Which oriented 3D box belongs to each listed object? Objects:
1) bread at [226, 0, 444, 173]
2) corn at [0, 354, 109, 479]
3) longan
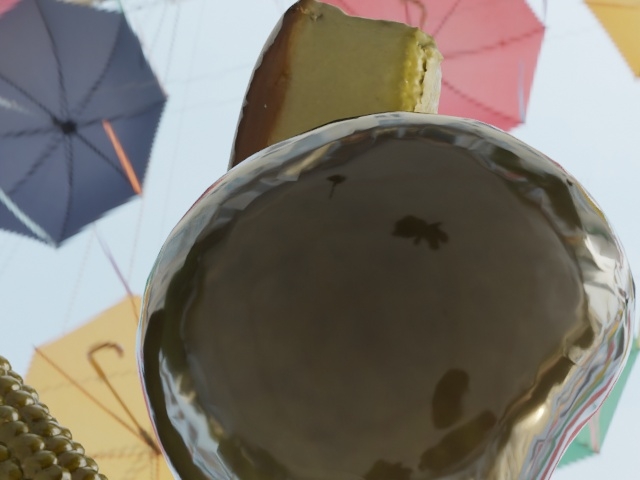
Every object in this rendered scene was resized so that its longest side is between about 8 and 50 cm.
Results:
[{"bbox_3d":[0.000,0.000,1.161,0.143,0.323,0.333,13,-102,6],"label":"bread"},{"bbox_3d":[-0.208,0.122,0.767,0.130,0.130,0.347,-37,-110,-15],"label":"corn"},{"bbox_3d":[0.035,0.052,0.690,0.248,0.248,0.248,-3,-120,5],"label":"longan"}]
